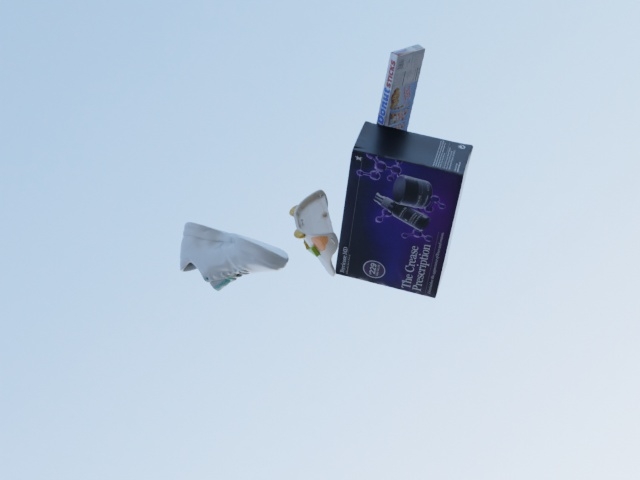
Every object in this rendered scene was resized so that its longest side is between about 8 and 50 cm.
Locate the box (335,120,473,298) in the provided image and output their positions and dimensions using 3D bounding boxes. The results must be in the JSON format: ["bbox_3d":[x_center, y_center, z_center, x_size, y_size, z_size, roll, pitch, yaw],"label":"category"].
[{"bbox_3d":[0.134,-0.048,1.679,0.103,0.184,0.261,-63,-16,-49],"label":"box"}]

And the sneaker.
[{"bbox_3d":[-0.136,0.036,1.550,0.080,0.212,0.094,19,-94,-48],"label":"sneaker"}]

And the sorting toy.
[{"bbox_3d":[0.000,0.000,1.122,0.045,0.083,0.075,-20,-53,5],"label":"sorting toy"}]

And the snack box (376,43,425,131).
[{"bbox_3d":[0.130,-0.238,1.681,0.064,0.022,0.178,-24,-41,-35],"label":"snack box"}]
